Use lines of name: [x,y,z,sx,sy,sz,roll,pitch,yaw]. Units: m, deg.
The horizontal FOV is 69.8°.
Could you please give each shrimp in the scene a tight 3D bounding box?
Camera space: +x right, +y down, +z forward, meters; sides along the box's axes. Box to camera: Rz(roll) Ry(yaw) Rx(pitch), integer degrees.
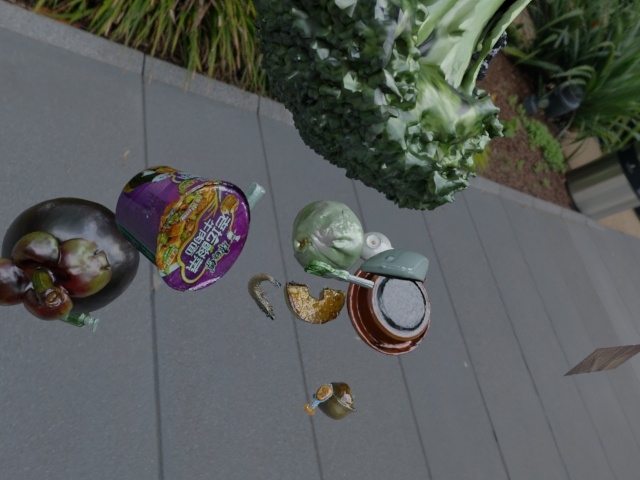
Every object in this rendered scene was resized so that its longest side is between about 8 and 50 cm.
shrimp: [-0.232,0.246,2.055,0.219,0.152,0.046,60,15,1]

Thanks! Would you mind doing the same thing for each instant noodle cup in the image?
instant noodle cup: [-0.306,-0.041,0.997,0.190,0.251,0.251,26,32,29]

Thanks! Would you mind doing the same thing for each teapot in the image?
teapot: [0.256,0.035,2.109,0.246,0.116,0.159,22,50,11]

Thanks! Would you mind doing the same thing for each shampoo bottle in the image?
shampoo bottle: [-0.840,0.249,1.538,0.205,0.065,0.065,17,46,5]

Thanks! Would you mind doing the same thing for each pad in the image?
pad: [0.642,0.268,1.026,0.188,0.113,0.006,2,45,-25]

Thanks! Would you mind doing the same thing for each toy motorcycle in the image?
toy motorcycle: [0.484,-0.617,1.463,0.173,0.108,0.307,39,-4,9]

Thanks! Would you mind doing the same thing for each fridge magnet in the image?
fridge magnet: [0.262,0.238,1.691,0.364,0.155,0.363,10,67,-25]

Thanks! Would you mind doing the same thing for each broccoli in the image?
broccoli: [0.066,-0.215,0.473,0.375,0.249,0.302,45,74,-36]

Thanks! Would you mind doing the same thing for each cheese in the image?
cheese: [-0.004,0.470,1.366,0.111,0.047,0.017,-44,141,-27]

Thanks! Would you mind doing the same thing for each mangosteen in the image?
mangosteen: [-0.762,0.073,1.373,0.382,0.382,0.435,37,30,-19]

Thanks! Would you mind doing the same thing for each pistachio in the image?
pistachio: [0.053,0.573,1.647,0.165,0.210,0.130,25,65,0]

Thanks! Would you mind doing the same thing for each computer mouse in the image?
computer mouse: [0.184,0.056,1.095,0.231,0.128,0.079,13,81,-66]

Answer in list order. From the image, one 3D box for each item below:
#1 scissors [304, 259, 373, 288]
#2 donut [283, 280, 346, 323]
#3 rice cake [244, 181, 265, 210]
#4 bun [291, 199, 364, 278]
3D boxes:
scissors: [0.056,0.099,1.311,0.205,0.101,0.027,17,73,-8]
donut: [-0.033,0.257,1.796,0.259,0.101,0.152,14,65,-26]
rice cake: [-0.334,-0.171,2.077,0.063,0.206,0.069,36,-4,35]
bun: [0.000,0.000,1.629,0.187,0.293,0.293,-19,77,-58]
